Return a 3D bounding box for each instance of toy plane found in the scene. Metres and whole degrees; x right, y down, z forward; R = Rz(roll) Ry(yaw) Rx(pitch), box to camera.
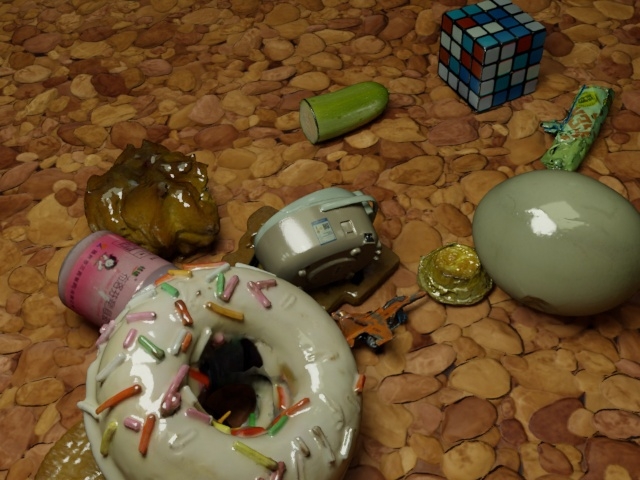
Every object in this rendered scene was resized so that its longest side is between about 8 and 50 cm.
[{"bbox_3d":[0.094,0.124,1.163,0.188,0.062,0.135,-13,18,-30],"label":"toy plane"}]

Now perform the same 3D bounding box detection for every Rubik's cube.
[{"bbox_3d":[0.345,-0.382,1.532,0.151,0.155,0.154,-20,50,-15],"label":"Rubik's cube"}]

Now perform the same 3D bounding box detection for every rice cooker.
[{"bbox_3d":[0.000,0.000,1.171,0.206,0.145,0.127,-15,64,-15],"label":"rice cooker"}]

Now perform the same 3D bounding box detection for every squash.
[{"bbox_3d":[0.056,-0.261,1.497,0.187,0.095,0.095,-20,49,-19],"label":"squash"}]

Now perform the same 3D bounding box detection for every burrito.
[{"bbox_3d":[0.482,-0.220,1.441,0.104,0.054,0.288,20,53,22],"label":"burrito"}]

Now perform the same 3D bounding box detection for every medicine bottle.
[{"bbox_3d":[-0.276,0.091,1.165,0.247,0.147,0.147,26,55,18],"label":"medicine bottle"}]

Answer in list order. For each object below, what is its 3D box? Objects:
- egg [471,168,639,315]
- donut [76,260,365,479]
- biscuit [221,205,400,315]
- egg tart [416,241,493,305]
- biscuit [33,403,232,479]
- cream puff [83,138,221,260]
[{"bbox_3d":[0.362,0.003,1.142,0.269,0.219,0.219,13,50,23],"label":"egg"},{"bbox_3d":[-0.110,0.191,0.977,0.382,0.142,0.383,13,53,-19],"label":"donut"},{"bbox_3d":[-0.018,0.036,1.261,0.301,0.043,0.278,-7,48,-1],"label":"biscuit"},{"bbox_3d":[0.219,0.048,1.226,0.130,0.052,0.130,-3,51,4],"label":"egg tart"},{"bbox_3d":[-0.243,0.341,1.009,0.305,0.038,0.305,-2,48,2],"label":"biscuit"},{"bbox_3d":[-0.286,-0.066,1.311,0.268,0.155,0.241,17,46,28],"label":"cream puff"}]
